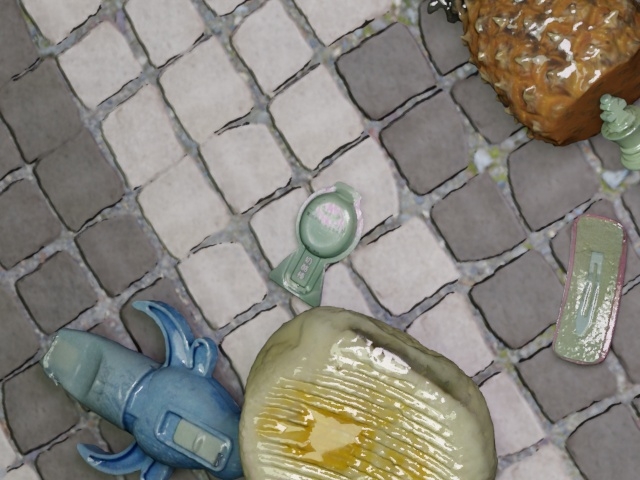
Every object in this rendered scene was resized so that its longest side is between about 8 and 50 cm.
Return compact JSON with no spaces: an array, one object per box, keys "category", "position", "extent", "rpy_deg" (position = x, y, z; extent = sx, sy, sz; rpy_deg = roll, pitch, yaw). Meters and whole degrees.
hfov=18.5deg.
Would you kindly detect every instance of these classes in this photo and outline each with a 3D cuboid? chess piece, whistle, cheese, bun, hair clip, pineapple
[{"category":"chess piece","position":[0.279,-0.073,1.703],"extent":[0.059,0.059,0.149],"rpy_deg":[-29,125,21]},{"category":"whistle","position":[-0.156,0.162,1.924],"extent":[0.269,0.093,0.180],"rpy_deg":[29,103,23]},{"category":"cheese","position":[0.000,0.000,1.877],"extent":[0.067,0.026,0.120],"rpy_deg":[33,105,16]},{"category":"bun","position":[0.048,0.173,1.804],"extent":[0.244,0.153,0.243],"rpy_deg":[2,102,9]},{"category":"hair clip","position":[0.245,0.045,1.787],"extent":[0.054,0.022,0.137],"rpy_deg":[11,98,21]},{"category":"pineapple","position":[0.171,-0.218,1.746],"extent":[0.158,0.158,0.278],"rpy_deg":[-47,66,18]}]
